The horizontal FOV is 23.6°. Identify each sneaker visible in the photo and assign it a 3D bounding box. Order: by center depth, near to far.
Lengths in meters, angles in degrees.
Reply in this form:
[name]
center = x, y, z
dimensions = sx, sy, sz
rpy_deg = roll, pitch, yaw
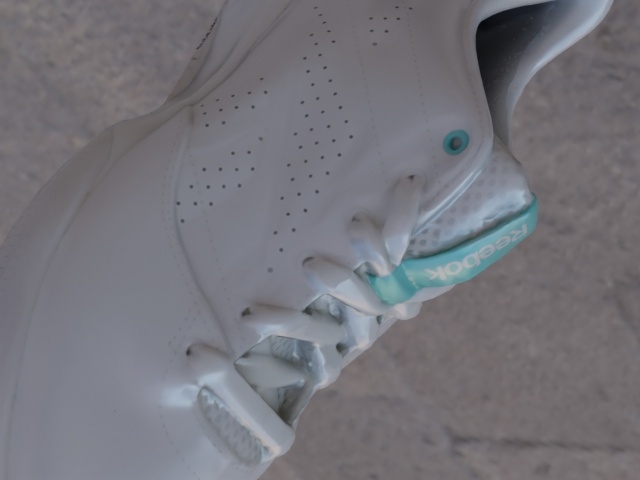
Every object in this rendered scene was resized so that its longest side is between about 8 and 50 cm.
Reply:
[sneaker]
center = 0.000, 0.000, 0.342
dimensions = 0.094, 0.212, 0.080
rpy_deg = 11, 148, 31
